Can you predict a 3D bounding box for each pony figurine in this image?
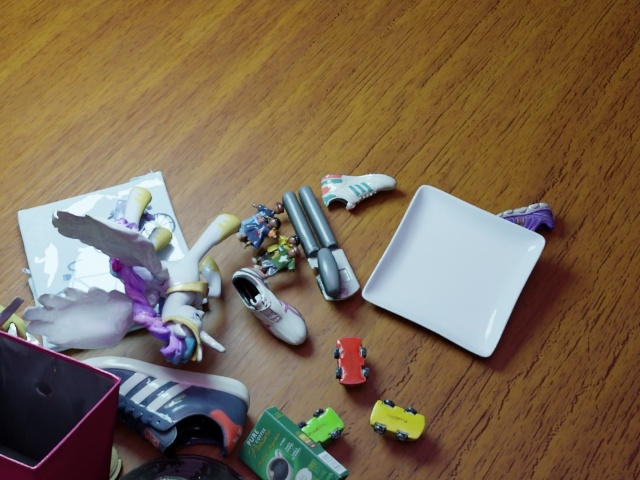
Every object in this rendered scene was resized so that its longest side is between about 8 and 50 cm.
[{"bbox_3d":[-0.322,0.056,1.790,0.351,0.303,0.363,18,35,-9],"label":"pony figurine"}]

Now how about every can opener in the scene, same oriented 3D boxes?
[{"bbox_3d":[0.000,0.000,1.978,0.074,0.093,0.280,-17,56,-12],"label":"can opener"}]

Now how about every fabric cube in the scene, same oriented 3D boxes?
[{"bbox_3d":[-0.501,0.342,1.588,0.259,0.258,0.254,19,30,11],"label":"fabric cube"}]

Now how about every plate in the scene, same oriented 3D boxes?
[{"bbox_3d":[0.264,0.060,1.949,0.277,0.045,0.278,25,72,14],"label":"plate"}]

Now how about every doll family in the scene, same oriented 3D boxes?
[{"bbox_3d":[-0.099,-0.006,1.980,0.111,0.076,0.193,-34,69,1],"label":"doll family"}]

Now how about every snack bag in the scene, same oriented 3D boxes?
[{"bbox_3d":[-0.427,0.036,1.970,0.323,0.037,0.342,-17,61,-12],"label":"snack bag"}]

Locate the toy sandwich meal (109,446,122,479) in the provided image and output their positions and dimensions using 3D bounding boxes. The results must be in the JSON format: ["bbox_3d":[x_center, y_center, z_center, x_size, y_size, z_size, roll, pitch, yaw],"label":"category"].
[{"bbox_3d":[-0.392,0.398,1.758,0.085,0.029,0.085,-4,62,8],"label":"toy sandwich meal"}]

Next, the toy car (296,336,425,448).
[{"bbox_3d":[0.043,0.318,1.804,0.225,0.053,0.239,-32,64,-19],"label":"toy car"}]

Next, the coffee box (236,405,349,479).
[{"bbox_3d":[-0.049,0.390,1.728,0.184,0.113,0.040,37,20,20],"label":"coffee box"}]

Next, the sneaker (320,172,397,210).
[{"bbox_3d":[0.080,-0.097,2.062,0.161,0.057,0.075,0,76,-3],"label":"sneaker"}]

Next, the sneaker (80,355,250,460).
[{"bbox_3d":[-0.305,0.307,1.749,0.350,0.131,0.148,6,50,2],"label":"sneaker"}]

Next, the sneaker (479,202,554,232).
[{"bbox_3d":[0.402,-0.026,2.017,0.170,0.068,0.071,-16,73,-7],"label":"sneaker"}]

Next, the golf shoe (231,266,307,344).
[{"bbox_3d":[-0.102,0.131,1.877,0.186,0.086,0.067,46,106,9],"label":"golf shoe"}]

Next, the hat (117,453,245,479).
[{"bbox_3d":[-0.239,0.496,1.642,0.331,0.134,0.331,1,58,-2],"label":"hat"}]

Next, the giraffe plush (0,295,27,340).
[{"bbox_3d":[-0.624,0.125,1.707,0.210,0.181,0.170,-36,45,-11],"label":"giraffe plush"}]

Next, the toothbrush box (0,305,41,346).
[{"bbox_3d":[-0.679,0.195,1.813,0.295,0.126,0.216,37,63,19],"label":"toothbrush box"}]
